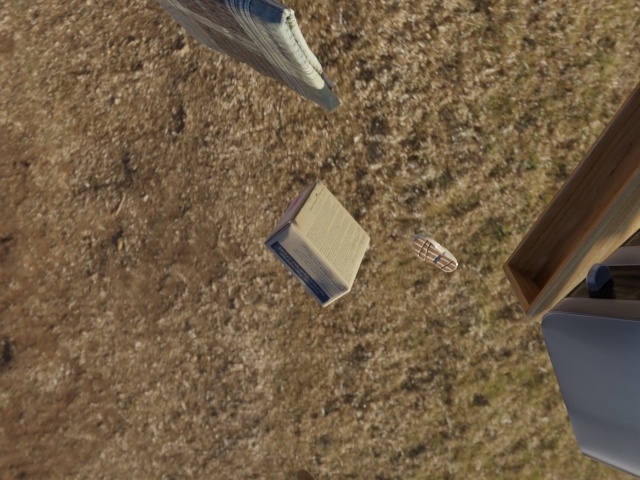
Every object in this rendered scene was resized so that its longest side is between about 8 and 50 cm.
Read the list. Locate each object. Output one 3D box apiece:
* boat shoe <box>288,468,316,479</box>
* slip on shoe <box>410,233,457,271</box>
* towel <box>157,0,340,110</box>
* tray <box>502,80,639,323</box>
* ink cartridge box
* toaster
[{"bbox_3d":[-0.040,0.459,0.886,0.110,0.121,0.341,-31,136,-29],"label":"boat shoe"},{"bbox_3d":[0.253,0.021,1.382,0.135,0.041,0.051,30,121,-23],"label":"slip on shoe"},{"bbox_3d":[-0.125,-0.318,0.880,0.312,0.324,0.056,30,90,14],"label":"towel"},{"bbox_3d":[0.454,-0.067,0.968,0.076,0.203,0.411,29,109,-5],"label":"tray"},{"bbox_3d":[0.000,0.000,1.351,0.088,0.235,0.193,-36,103,30],"label":"ink cartridge box"},{"bbox_3d":[0.271,0.081,0.456,0.168,0.110,0.186,-33,109,-27],"label":"toaster"}]
